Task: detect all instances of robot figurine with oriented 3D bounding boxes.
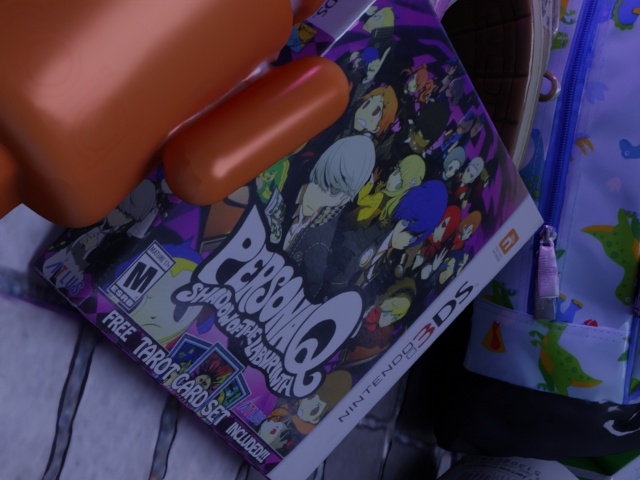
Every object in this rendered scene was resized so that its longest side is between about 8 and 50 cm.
[{"bbox_3d":[-0.077,-0.091,0.517,0.219,0.158,0.128,-46,140,-15],"label":"robot figurine"}]

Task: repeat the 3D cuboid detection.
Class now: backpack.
[{"bbox_3d":[0.217,-0.050,0.972,0.290,0.273,0.356,-9,96,-55],"label":"backpack"}]

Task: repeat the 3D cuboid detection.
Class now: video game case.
[{"bbox_3d":[0.000,0.000,0.715,0.210,0.042,0.232,-46,142,-7],"label":"video game case"}]

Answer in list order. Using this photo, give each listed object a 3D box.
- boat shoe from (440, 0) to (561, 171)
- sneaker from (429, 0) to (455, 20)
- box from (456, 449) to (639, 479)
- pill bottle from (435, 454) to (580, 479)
[{"bbox_3d":[0.099,-0.155,0.854,0.089,0.104,0.285,-7,104,-56],"label":"boat shoe"},{"bbox_3d":[0.044,-0.190,0.767,0.252,0.103,0.111,-64,148,-11],"label":"sneaker"},{"bbox_3d":[0.208,0.245,1.127,0.262,0.126,0.231,-15,111,-58],"label":"box"},{"bbox_3d":[0.080,0.229,0.902,0.229,0.131,0.131,-29,122,-53],"label":"pill bottle"}]
